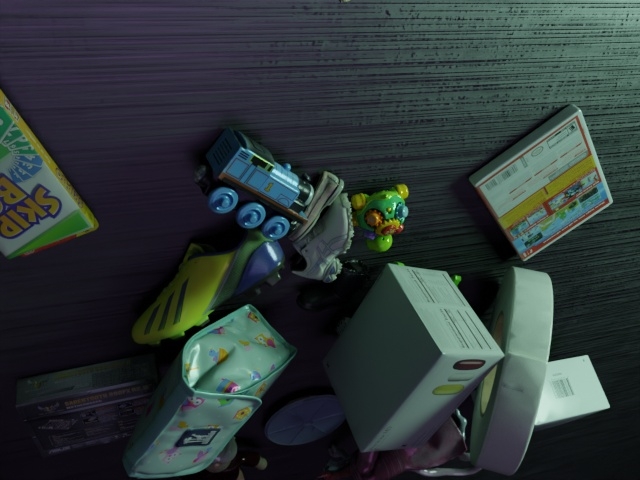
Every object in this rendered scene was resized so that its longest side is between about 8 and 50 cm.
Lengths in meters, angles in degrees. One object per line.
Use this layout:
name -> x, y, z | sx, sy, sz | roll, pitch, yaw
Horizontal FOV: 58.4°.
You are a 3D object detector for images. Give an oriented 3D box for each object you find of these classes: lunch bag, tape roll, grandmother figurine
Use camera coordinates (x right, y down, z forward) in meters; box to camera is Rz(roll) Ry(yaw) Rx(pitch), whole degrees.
lunch bag -> -0.188, 0.254, 0.939 | 0.223, 0.160, 0.262 | -51, 172, 24
tape roll -> 0.359, 0.243, 1.097 | 0.072, 0.392, 0.392 | 12, 135, 12
grandmother figurine -> -0.225, 0.538, 1.319 | 0.207, 0.104, 0.342 | -19, 140, -18

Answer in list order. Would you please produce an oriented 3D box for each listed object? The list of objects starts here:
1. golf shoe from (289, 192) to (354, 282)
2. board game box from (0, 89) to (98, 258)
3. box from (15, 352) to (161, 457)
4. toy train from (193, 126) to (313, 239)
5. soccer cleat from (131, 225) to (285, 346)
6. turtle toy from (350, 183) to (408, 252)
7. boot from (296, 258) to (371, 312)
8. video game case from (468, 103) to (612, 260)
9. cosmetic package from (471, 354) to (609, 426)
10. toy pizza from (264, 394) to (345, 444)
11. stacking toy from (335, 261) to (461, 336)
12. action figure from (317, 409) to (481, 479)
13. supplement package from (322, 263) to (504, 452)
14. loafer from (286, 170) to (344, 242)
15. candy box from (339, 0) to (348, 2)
golf shoe -> 0.000, 0.000, 0.921 | 0.086, 0.069, 0.176 | 3, 129, -17
board game box -> -0.390, -0.074, 0.704 | 0.124, 0.039, 0.259 | -21, 139, -2
box -> -0.405, 0.301, 1.040 | 0.231, 0.056, 0.183 | -10, 134, -15
toy train -> -0.087, -0.073, 0.803 | 0.184, 0.080, 0.105 | 28, 110, -40
soccer cleat -> -0.191, 0.065, 0.903 | 0.289, 0.093, 0.121 | -31, 106, 13
turtle toy -> 0.098, -0.031, 0.925 | 0.095, 0.066, 0.130 | -14, 150, -12
boot -> 0.025, 0.080, 1.021 | 0.121, 0.045, 0.099 | 2, 134, -34
video game case -> 0.407, -0.090, 1.036 | 0.204, 0.025, 0.285 | -36, 135, 12
cosmetic package -> 0.545, 0.402, 1.445 | 0.224, 0.138, 0.225 | -5, 155, -19
toy pizza -> -0.033, 0.408, 1.322 | 0.201, 0.032, 0.201 | -12, 136, -12
stacking toy -> 0.150, 0.131, 1.125 | 0.167, 0.052, 0.221 | 13, 124, -34
action figure -> 0.162, 0.525, 1.364 | 0.370, 0.276, 0.248 | -23, 145, -21
supplement package -> 0.149, 0.209, 1.011 | 0.145, 0.204, 0.262 | 9, 126, -32
loafer -> -0.017, -0.053, 0.882 | 0.039, 0.045, 0.125 | 34, 107, -23
candy box -> 0.112, -0.405, 0.558 | 0.316, 0.088, 0.183 | -29, 136, 6
